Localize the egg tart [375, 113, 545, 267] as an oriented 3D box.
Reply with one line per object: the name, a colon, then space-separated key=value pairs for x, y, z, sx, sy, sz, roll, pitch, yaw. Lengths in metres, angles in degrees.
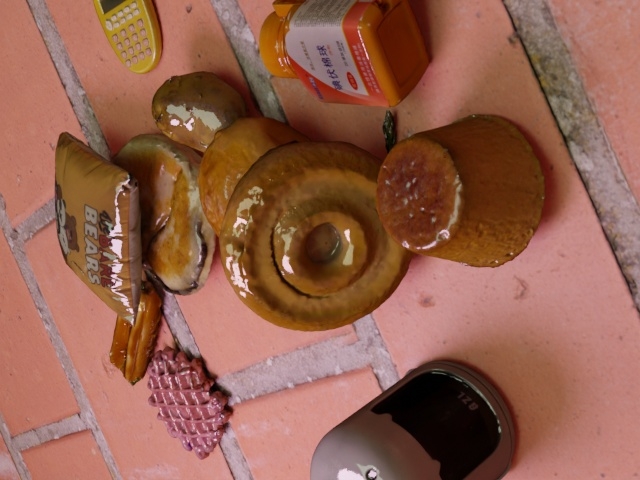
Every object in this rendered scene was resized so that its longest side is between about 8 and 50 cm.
egg tart: x=0.178 y=-0.066 z=1.199 sx=0.215 sy=0.170 sz=0.215 roll=2 pitch=93 yaw=47

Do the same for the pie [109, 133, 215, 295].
pie: x=-0.300 y=-0.049 z=1.718 sx=0.339 sy=0.077 sz=0.339 roll=19 pitch=116 yaw=44

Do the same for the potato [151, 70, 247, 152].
potato: x=-0.199 y=-0.217 z=1.525 sx=0.175 sy=0.137 sz=0.137 roll=25 pitch=124 yaw=11

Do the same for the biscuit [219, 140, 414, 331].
biscuit: x=0.000 y=0.000 z=1.307 sx=0.102 sy=0.296 sz=0.297 roll=-118 pitch=27 yaw=-64

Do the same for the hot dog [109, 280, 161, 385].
hot dog: x=-0.394 y=0.193 z=1.903 sx=0.115 sy=0.072 sz=0.269 roll=40 pitch=131 yaw=24

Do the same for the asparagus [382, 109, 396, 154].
asparagus: x=0.111 y=-0.084 z=1.358 sx=0.023 sy=0.022 sz=0.233 roll=-144 pitch=44 yaw=-64

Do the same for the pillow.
pillow: x=-0.427 y=-0.030 z=1.717 sx=0.312 sy=0.119 sz=0.310 roll=31 pitch=123 yaw=45

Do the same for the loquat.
loquat: x=-0.091 y=-0.080 z=1.423 sx=0.238 sy=0.193 sz=0.238 roll=14 pitch=126 yaw=20

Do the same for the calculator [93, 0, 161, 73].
calculator: x=-0.359 y=-0.422 z=1.651 sx=0.146 sy=0.032 sz=0.235 roll=-13 pitch=99 yaw=45

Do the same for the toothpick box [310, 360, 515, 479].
toothpick box: x=0.116 y=0.334 z=1.313 sx=0.229 sy=0.316 sz=0.229 roll=19 pitch=120 yaw=37

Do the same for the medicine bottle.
medicine bottle: x=0.026 y=-0.277 z=1.267 sx=0.222 sy=0.112 sz=0.149 roll=11 pitch=141 yaw=40

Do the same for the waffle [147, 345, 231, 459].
waffle: x=-0.284 y=0.335 z=1.870 sx=0.234 sy=0.055 sz=0.221 roll=43 pitch=130 yaw=23
